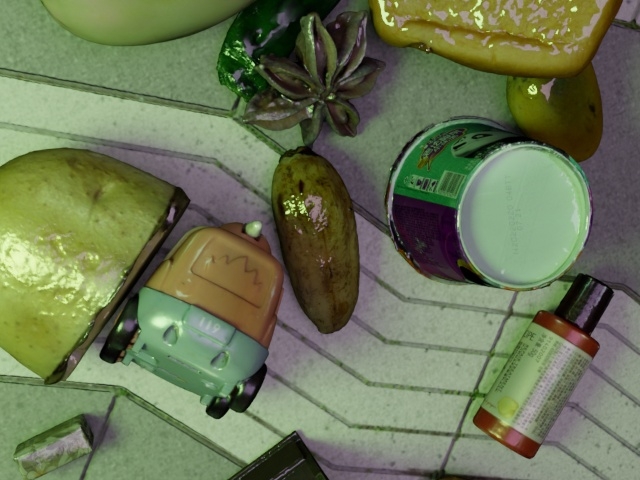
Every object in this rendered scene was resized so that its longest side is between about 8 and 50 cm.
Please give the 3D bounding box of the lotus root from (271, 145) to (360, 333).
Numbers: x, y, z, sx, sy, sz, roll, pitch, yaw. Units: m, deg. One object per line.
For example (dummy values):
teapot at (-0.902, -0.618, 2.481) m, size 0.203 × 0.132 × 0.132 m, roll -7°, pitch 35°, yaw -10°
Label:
lotus root at (0.000, 0.000, 1.187) m, size 0.110 × 0.097 × 0.259 m, roll -18°, pitch 106°, yaw -15°

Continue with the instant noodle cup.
instant noodle cup at (0.234, -0.043, 1.193) m, size 0.251 × 0.190 × 0.251 m, roll -2°, pitch 99°, yaw -15°

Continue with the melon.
melon at (-0.191, -0.345, 1.019) m, size 0.316 × 0.223 × 0.223 m, roll -18°, pitch 102°, yaw -7°

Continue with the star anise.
star anise at (0.001, -0.213, 1.134) m, size 0.212 × 0.073 × 0.197 m, roll 18°, pitch 110°, yaw -49°

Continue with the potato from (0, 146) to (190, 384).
potato at (-0.318, 0.007, 1.044) m, size 0.242 × 0.242 × 0.285 m, roll 35°, pitch 103°, yaw -17°

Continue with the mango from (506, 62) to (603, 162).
mango at (0.341, -0.195, 1.251) m, size 0.137 × 0.098 × 0.195 m, roll -44°, pitch 111°, yaw -10°

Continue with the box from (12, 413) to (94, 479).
box at (-0.346, 0.270, 1.146) m, size 0.098 × 0.062 × 0.045 m, roll -24°, pitch 99°, yaw -9°

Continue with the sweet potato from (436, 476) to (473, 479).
sweet potato at (0.276, 0.437, 1.326) m, size 0.291 × 0.097 × 0.097 m, roll 34°, pitch 88°, yaw -18°

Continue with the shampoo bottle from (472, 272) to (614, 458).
shampoo bottle at (0.338, 0.177, 1.298) m, size 0.104 × 0.104 × 0.278 m, roll 32°, pitch 88°, yaw -17°

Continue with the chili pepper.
chili pepper at (-0.053, -0.285, 1.148) m, size 0.098 × 0.061 × 0.224 m, roll 37°, pitch 89°, yaw -16°

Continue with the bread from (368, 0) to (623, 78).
bread at (0.230, -0.384, 1.130) m, size 0.336 × 0.148 × 0.328 m, roll 10°, pitch 111°, yaw 8°

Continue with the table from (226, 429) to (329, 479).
table at (-0.049, 0.437, 1.136) m, size 0.250 × 0.282 × 0.196 m, roll -34°, pitch 106°, yaw -8°

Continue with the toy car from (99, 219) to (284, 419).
toy car at (-0.140, 0.084, 1.089) m, size 0.180 × 0.270 × 0.212 m, roll 29°, pitch 68°, yaw -8°
